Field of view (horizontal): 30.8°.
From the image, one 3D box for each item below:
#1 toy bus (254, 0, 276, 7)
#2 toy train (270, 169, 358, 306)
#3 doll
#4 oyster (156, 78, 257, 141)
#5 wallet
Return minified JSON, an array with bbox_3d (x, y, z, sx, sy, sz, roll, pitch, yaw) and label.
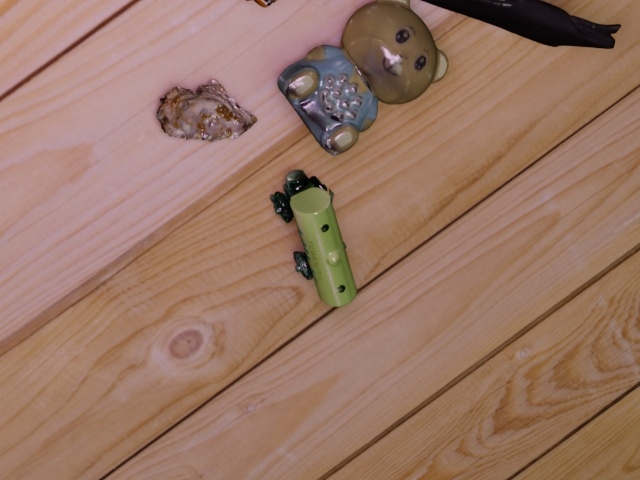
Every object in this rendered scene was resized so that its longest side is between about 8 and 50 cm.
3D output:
[{"bbox_3d":[-0.117,-0.450,1.765,0.114,0.098,0.201,-43,126,5],"label":"toy bus"},{"bbox_3d":[0.000,0.000,2.050,0.105,0.157,0.253,-24,125,-10],"label":"toy train"},{"bbox_3d":[0.072,-0.276,1.917,0.261,0.161,0.177,-37,105,1],"label":"doll"},{"bbox_3d":[-0.182,-0.211,1.907,0.177,0.056,0.105,3,129,-25],"label":"oyster"},{"bbox_3d":[0.314,-0.385,1.949,0.378,0.197,0.051,11,94,-29],"label":"wallet"}]
